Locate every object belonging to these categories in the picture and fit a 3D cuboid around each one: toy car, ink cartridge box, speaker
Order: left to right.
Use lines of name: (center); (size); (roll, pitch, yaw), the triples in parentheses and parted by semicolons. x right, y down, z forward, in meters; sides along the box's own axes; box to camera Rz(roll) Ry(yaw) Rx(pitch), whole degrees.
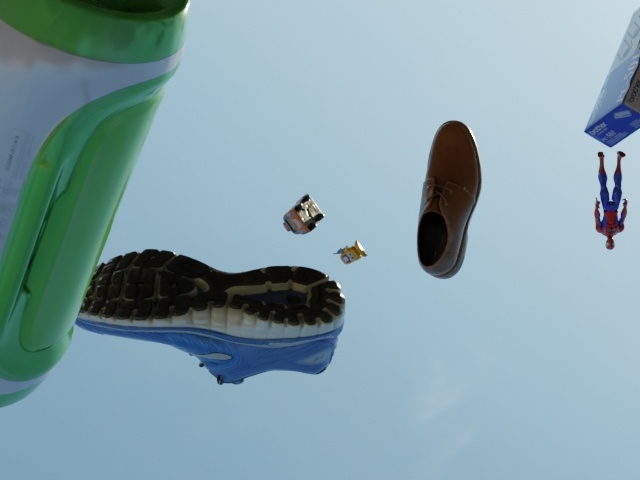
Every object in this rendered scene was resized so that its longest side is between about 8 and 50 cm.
speaker: (-0.176, -0.036, 0.671); (0.131, 0.296, 0.131); (19, -146, -14)
toy car: (0.000, 0.000, 1.305); (0.041, 0.122, 0.060); (-31, -153, 25)
ink cartridge box: (0.408, -0.225, 1.449); (0.046, 0.097, 0.207); (30, -113, -7)

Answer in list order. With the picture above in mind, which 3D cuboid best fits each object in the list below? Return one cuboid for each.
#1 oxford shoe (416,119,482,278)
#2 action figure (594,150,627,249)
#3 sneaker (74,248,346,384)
oxford shoe: (0.164, -0.058, 1.496); (0.076, 0.212, 0.076); (3, 173, 24)
action figure: (0.333, -0.044, 1.312); (0.038, 0.115, 0.030); (-4, -159, 4)
sneaker: (-0.138, 0.107, 1.340); (0.330, 0.147, 0.129); (7, -141, 8)
